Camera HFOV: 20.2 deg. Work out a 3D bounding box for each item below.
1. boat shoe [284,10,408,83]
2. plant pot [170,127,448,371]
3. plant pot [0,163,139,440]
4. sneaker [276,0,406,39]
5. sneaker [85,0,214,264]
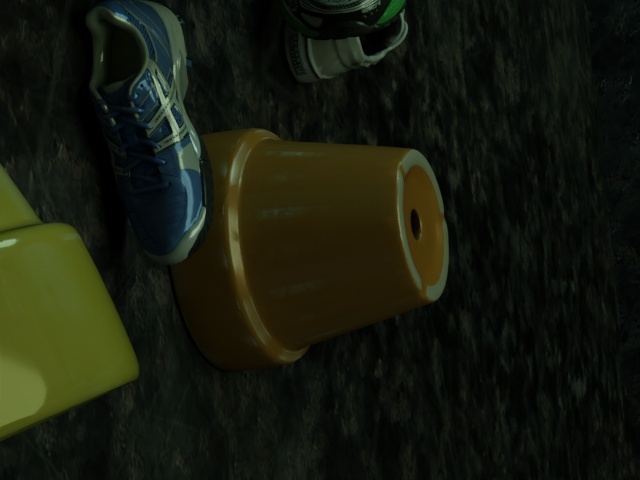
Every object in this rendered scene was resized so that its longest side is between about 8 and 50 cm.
[{"bbox_3d":[0.045,-0.225,1.832,0.267,0.088,0.096,-35,116,-66],"label":"boat shoe"},{"bbox_3d":[0.000,0.000,1.502,0.205,0.188,0.205,-7,90,-69],"label":"plant pot"},{"bbox_3d":[-0.244,0.006,0.828,0.239,0.254,0.254,67,22,1],"label":"plant pot"},{"bbox_3d":[0.006,-0.339,1.697,0.146,0.134,0.344,72,11,-61],"label":"sneaker"},{"bbox_3d":[-0.137,-0.083,1.349,0.081,0.080,0.211,11,63,-61],"label":"sneaker"}]
